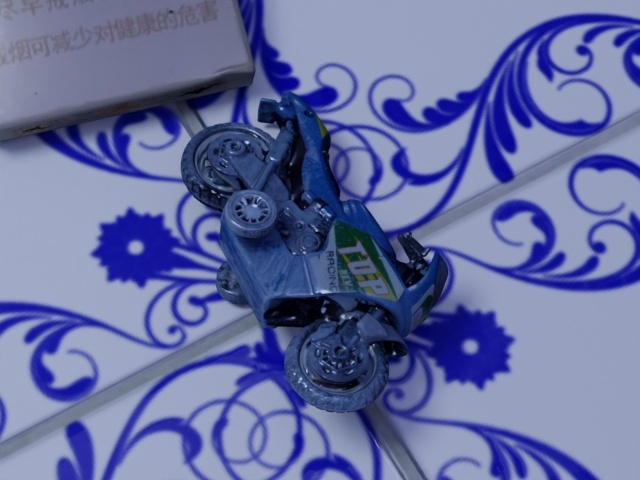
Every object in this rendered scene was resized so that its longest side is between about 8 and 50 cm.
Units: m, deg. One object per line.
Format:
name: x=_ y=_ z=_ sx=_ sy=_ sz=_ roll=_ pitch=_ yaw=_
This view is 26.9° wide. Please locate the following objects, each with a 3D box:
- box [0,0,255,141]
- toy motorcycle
box: x=-0.190 y=-0.270 z=0.988 sx=0.205 sy=0.051 sz=0.365 roll=-14 pitch=85 yaw=-8
toy motorcycle: x=0.000 y=0.000 z=0.910 sx=0.135 sy=0.092 sz=0.254 roll=-18 pitch=57 yaw=-21
